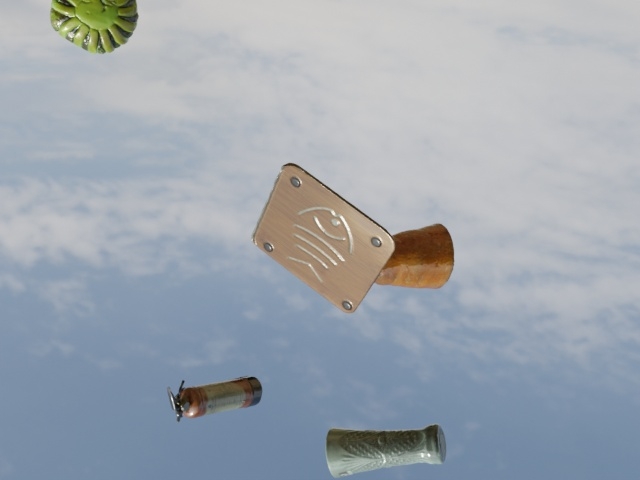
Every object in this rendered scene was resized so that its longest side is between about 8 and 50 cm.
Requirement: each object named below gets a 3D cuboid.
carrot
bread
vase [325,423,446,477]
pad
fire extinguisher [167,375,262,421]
[{"bbox_3d":[0.188,0.045,1.985,0.224,0.159,0.159,-4,-153,-22],"label":"carrot"},{"bbox_3d":[-0.369,-0.375,1.371,0.139,0.130,0.071,18,-175,-25],"label":"bread"},{"bbox_3d":[0.127,0.396,1.593,0.219,0.096,0.096,-10,-158,20],"label":"vase"},{"bbox_3d":[0.000,0.000,1.754,0.286,0.284,0.018,36,-132,7],"label":"pad"},{"bbox_3d":[-0.165,0.236,1.268,0.050,0.062,0.177,10,-175,38],"label":"fire extinguisher"}]
